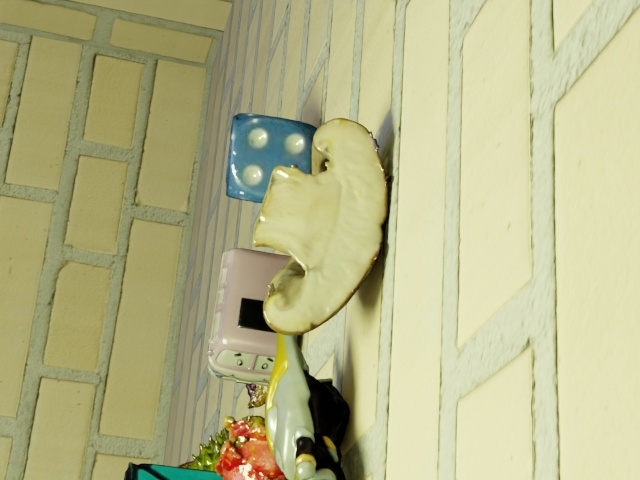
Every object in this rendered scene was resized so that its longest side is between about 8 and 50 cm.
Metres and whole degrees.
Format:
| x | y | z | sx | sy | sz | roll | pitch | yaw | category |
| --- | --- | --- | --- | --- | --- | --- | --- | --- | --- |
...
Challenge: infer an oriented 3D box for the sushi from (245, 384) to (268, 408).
| x | y | z | sx | sy | sz | roll | pitch | yaw | category |
| --- | --- | --- | --- | --- | --- | --- | --- | --- | --- |
| -0.102 | 0.239 | 2.021 | 0.050 | 0.047 | 0.099 | 120 | 158 | -69 | sushi |

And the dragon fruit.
| x | y | z | sx | sy | sz | roll | pitch | yaw | category |
| --- | --- | --- | --- | --- | --- | --- | --- | --- | --- |
| -0.060 | 0.315 | 1.534 | 0.133 | 0.150 | 0.208 | 55 | -173 | -52 | dragon fruit |

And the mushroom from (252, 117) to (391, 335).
| x | y | z | sx | sy | sz | roll | pitch | yaw | category |
| --- | --- | --- | --- | --- | --- | --- | --- | --- | --- |
| 0.000 | 0.000 | 1.483 | 0.151 | 0.156 | 0.286 | 96 | -168 | -69 | mushroom |

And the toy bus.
| x | y | z | sx | sy | sz | roll | pitch | yaw | category |
| --- | --- | --- | --- | --- | --- | --- | --- | --- | --- |
| -0.103 | 0.122 | 1.879 | 0.142 | 0.141 | 0.203 | 129 | 149 | -69 | toy bus |

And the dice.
| x | y | z | sx | sy | sz | roll | pitch | yaw | category |
| --- | --- | --- | --- | --- | --- | --- | --- | --- | --- |
| -0.085 | -0.132 | 1.992 | 0.143 | 0.146 | 0.147 | -149 | 68 | -80 | dice |

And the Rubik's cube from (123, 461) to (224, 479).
| x | y | z | sx | sy | sz | roll | pitch | yaw | category |
| --- | --- | --- | --- | --- | --- | --- | --- | --- | --- |
| -0.160 | 0.471 | 1.601 | 0.248 | 0.246 | 0.250 | -121 | 42 | -71 | Rubik's cube |

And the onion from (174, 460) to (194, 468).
| x | y | z | sx | sy | sz | roll | pitch | yaw | category |
| --- | --- | --- | --- | --- | --- | --- | --- | --- | --- |
| -0.211 | 0.490 | 2.150 | 0.195 | 0.159 | 0.160 | 36 | 119 | 48 | onion |

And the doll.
| x | y | z | sx | sy | sz | roll | pitch | yaw | category |
| --- | --- | --- | --- | --- | --- | --- | --- | --- | --- |
| -0.009 | 0.241 | 1.436 | 0.103 | 0.145 | 0.316 | -42 | 31 | 15 | doll |

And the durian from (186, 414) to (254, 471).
| x | y | z | sx | sy | sz | roll | pitch | yaw | category |
| --- | --- | --- | --- | --- | --- | --- | --- | --- | --- |
| -0.135 | 0.452 | 1.955 | 0.169 | 0.157 | 0.356 | 47 | -136 | -57 | durian |
